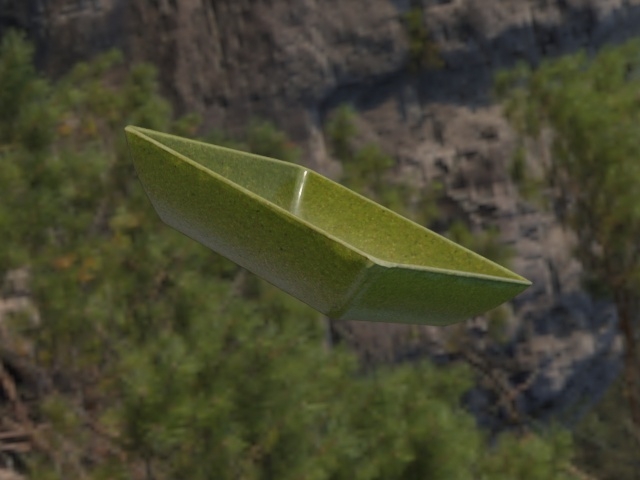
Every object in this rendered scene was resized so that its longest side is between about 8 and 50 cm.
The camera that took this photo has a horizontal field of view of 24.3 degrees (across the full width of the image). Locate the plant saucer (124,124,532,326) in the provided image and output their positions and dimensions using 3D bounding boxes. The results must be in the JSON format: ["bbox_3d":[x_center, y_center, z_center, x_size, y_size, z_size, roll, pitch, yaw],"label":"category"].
[{"bbox_3d":[0.000,0.000,0.855,0.188,0.188,0.045,9,106,-58],"label":"plant saucer"}]
